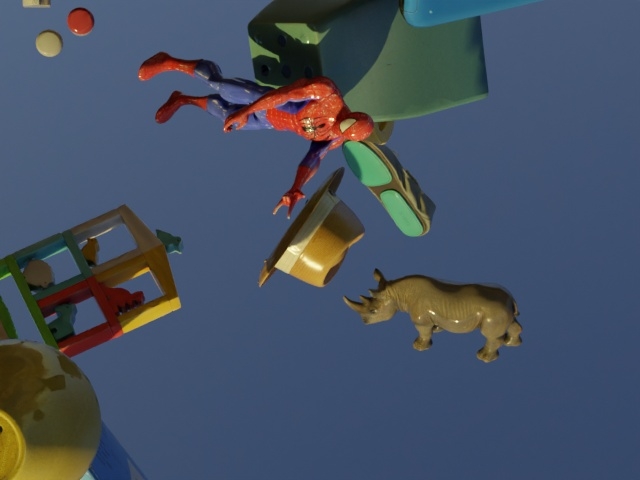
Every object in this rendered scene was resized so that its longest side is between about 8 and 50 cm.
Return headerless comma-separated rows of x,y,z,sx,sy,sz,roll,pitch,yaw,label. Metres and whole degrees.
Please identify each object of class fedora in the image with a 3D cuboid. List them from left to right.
0.000,0.000,1.763,0.194,0.079,0.194,-54,178,-2,fedora

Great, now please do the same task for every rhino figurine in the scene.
0.149,0.090,1.901,0.243,0.106,0.073,8,-139,12,rhino figurine

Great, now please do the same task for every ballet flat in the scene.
0.102,-0.095,2.110,0.072,0.213,0.068,-9,-139,39,ballet flat

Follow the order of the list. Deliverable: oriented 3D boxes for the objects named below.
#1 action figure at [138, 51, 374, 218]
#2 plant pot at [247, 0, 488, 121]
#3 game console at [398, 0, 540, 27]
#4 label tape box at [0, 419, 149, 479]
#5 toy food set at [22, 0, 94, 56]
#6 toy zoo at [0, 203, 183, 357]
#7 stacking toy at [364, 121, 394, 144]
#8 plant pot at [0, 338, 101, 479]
-0.081,-0.114,1.447,0.280,0.091,0.139,11,-132,33,action figure
0.041,-0.214,1.573,0.166,0.165,0.234,10,-156,44,plant pot
0.193,-0.383,1.426,0.293,0.250,0.173,-14,-131,-13,game console
-0.346,0.309,1.465,0.334,0.240,0.106,-21,-133,4,label tape box
-0.371,-0.381,2.042,0.111,0.232,0.104,0,-175,-10,toy food set
-0.328,0.061,2.014,0.293,0.030,0.192,-24,-124,-13,toy zoo
0.008,-0.297,1.858,0.130,0.279,0.309,1,-101,19,stacking toy
-0.245,0.148,1.091,0.134,0.134,0.095,-32,-179,6,plant pot
